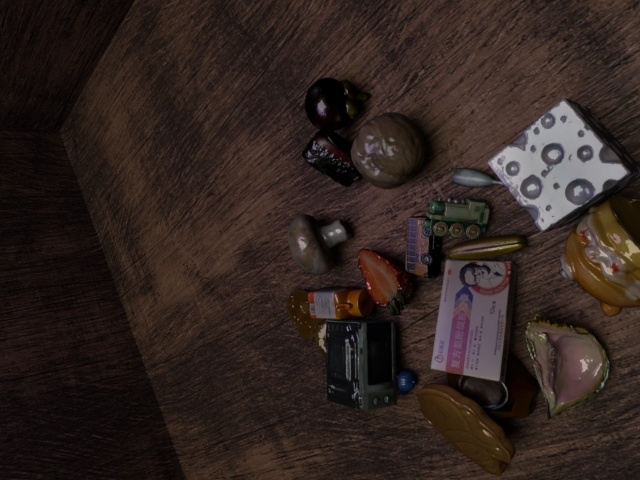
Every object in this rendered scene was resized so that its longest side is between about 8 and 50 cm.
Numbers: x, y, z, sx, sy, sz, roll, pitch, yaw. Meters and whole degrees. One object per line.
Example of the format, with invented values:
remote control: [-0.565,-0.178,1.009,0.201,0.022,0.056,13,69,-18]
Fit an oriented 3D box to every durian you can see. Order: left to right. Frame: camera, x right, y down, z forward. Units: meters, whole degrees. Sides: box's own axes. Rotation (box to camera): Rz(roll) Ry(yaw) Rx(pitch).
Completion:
durian: [0.694,0.337,1.390,0.196,0.186,0.304,-15,91,21]

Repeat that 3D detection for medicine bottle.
medicine bottle: [0.079,0.233,1.870,0.222,0.150,0.111,-5,92,39]

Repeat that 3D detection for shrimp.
shrimp: [0.077,0.417,1.953,0.173,0.058,0.253,-40,82,20]

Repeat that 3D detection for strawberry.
strawberry: [0.241,0.136,1.749,0.286,0.106,0.188,60,142,33]

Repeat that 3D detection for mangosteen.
mangosteen: [0.057,-0.489,1.775,0.231,0.194,0.193,-13,88,18]

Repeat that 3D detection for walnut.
walnut: [0.225,-0.285,1.628,0.249,0.249,0.247,6,100,39]

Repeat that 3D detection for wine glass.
wine glass: [0.502,-0.186,1.524,0.198,0.066,0.066,17,107,38]

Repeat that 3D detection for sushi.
sushi: [0.049,-0.294,1.784,0.225,0.136,0.126,36,123,-21]

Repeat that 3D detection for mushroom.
mushroom: [0.000,0.000,1.875,0.244,0.244,0.243,6,100,39]

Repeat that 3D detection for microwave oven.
microwave oven: [0.135,0.432,1.779,0.238,0.181,0.294,-7,82,51]

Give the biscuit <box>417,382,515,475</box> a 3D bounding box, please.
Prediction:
biscuit: [0.456,0.595,1.577,0.351,0.057,0.312,45,155,14]

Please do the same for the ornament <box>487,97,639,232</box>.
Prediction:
ornament: [0.636,-0.190,1.298,0.239,0.240,0.239,-44,68,35]

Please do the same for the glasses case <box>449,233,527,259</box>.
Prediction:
glasses case: [0.510,0.022,1.534,0.234,0.079,0.064,-12,81,40]

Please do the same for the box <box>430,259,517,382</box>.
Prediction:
box: [0.469,0.236,1.525,0.215,0.069,0.352,1,71,39]

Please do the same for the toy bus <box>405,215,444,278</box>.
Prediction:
toy bus: [0.341,0.019,1.659,0.114,0.098,0.200,7,100,41]

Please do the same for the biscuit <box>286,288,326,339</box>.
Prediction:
biscuit: [-0.052,0.294,2.051,0.181,0.049,0.208,-45,70,34]

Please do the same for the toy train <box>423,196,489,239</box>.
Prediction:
toy train: [0.418,-0.072,1.544,0.194,0.080,0.125,6,102,-3]

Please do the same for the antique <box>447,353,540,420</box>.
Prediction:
antique: [0.524,0.445,1.550,0.278,0.129,0.223,24,108,33]

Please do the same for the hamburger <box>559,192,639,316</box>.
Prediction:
hamburger: [0.738,0.044,1.245,0.276,0.277,0.236,55,137,20]

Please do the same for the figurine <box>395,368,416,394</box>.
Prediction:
figurine: [0.277,0.489,1.801,0.149,0.086,0.087,34,93,43]
